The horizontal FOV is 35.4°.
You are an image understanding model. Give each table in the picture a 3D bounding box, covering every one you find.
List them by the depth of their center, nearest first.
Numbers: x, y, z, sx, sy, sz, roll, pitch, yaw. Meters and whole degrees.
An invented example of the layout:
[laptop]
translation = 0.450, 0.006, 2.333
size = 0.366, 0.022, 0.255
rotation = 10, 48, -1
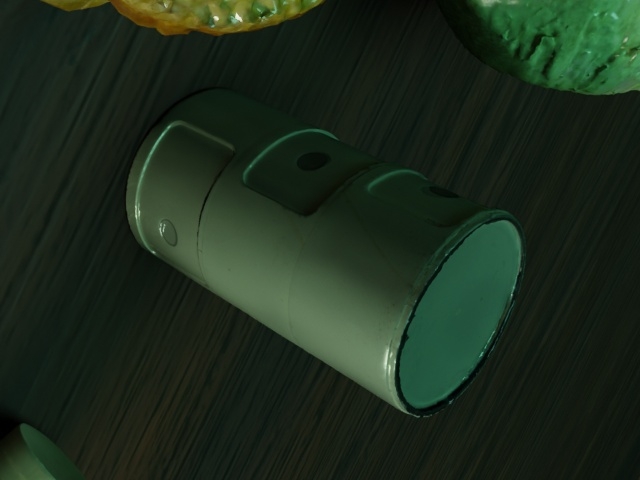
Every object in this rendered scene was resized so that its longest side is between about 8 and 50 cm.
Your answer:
[table]
translation = 0.000, 0.000, 0.611
size = 0.126, 0.220, 0.126
rotation = -32, 136, -37

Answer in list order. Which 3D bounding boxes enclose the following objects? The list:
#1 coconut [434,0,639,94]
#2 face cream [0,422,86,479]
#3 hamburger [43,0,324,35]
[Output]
[coconut]
translation = 0.205, -0.266, 0.657
size = 0.328, 0.281, 0.328
rotation = -5, 119, -8
[face cream]
translation = -0.242, 0.210, 0.597
size = 0.224, 0.070, 0.114
rotation = -42, 142, -7
[hamburger]
translation = -0.071, -0.243, 0.397
size = 0.290, 0.170, 0.314
rotation = -54, 144, -17
